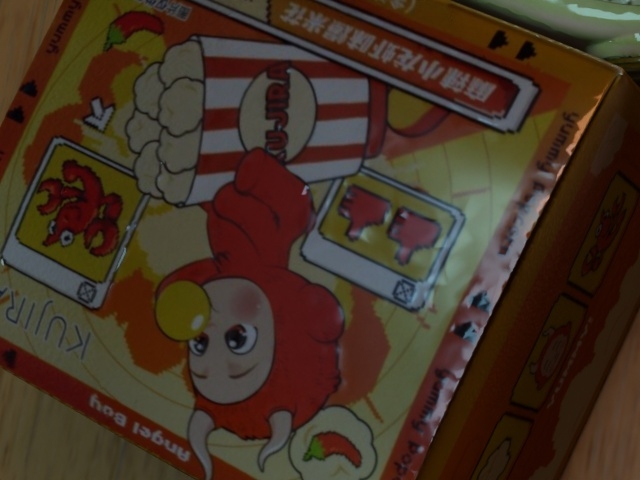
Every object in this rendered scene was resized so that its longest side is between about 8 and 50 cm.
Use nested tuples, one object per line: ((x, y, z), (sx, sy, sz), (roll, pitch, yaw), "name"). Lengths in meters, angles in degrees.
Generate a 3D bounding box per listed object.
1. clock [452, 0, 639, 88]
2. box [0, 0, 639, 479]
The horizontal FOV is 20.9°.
((0.187, -0.214, 0.903), (0.348, 0.117, 0.286), (34, 93, 24), "clock")
((0.000, 0.000, 0.887), (0.284, 0.214, 0.259), (25, 92, 24), "box")
